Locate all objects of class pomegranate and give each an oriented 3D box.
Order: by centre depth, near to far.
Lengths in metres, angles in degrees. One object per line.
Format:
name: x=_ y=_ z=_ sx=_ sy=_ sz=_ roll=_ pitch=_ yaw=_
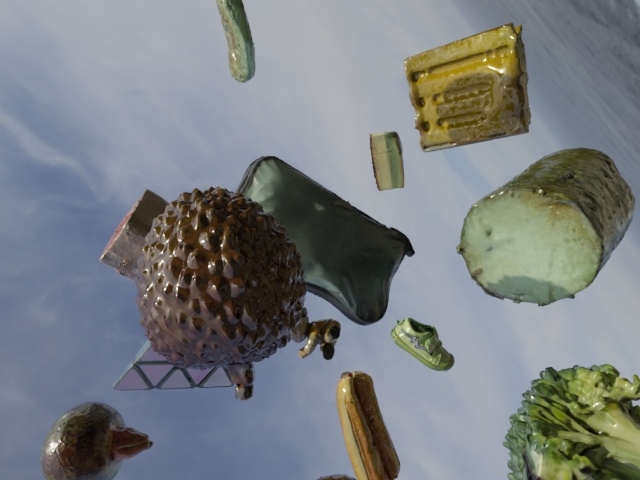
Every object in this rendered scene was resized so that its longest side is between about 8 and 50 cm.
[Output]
pomegranate: x=-0.534 y=0.501 z=1.066 sx=0.214 sy=0.247 sz=0.214 roll=-3 pitch=-90 yaw=-87

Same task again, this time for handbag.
handbag: x=0.002 y=0.002 z=0.737 sx=0.332 sy=0.075 sz=0.192 roll=29 pitch=-116 yaw=-12

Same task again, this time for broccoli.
broccoli: x=0.317 y=0.269 z=0.434 sx=0.247 sy=0.243 sz=0.263 roll=-6 pitch=-93 yaw=-35

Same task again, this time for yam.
yam: x=0.360 y=-0.029 z=0.683 sx=0.300 sy=0.195 sz=0.195 roll=-26 pitch=-100 yaw=-43

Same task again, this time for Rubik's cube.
Rubik's cube: x=-0.287 y=0.191 z=0.768 sx=0.178 sy=0.190 sz=0.211 roll=-33 pitch=-119 yaw=-26

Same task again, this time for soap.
soap: x=0.379 y=-0.379 z=1.126 sx=0.143 sy=0.281 sz=0.259 roll=-36 pitch=-64 yaw=-53

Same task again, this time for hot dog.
hot dog: x=0.082 y=0.369 z=0.832 sx=0.102 sy=0.076 sz=0.249 roll=-23 pitch=-85 yaw=-49

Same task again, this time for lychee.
lychee: x=-0.106 y=0.059 z=0.490 sx=0.200 sy=0.200 sz=0.238 roll=-18 pitch=-87 yaw=-60

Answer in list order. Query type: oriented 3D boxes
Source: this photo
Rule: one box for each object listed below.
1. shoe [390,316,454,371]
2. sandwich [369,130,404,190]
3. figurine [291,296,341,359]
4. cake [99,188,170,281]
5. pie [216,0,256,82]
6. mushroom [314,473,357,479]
shoe: x=0.390 y=0.393 z=1.655 sx=0.262 sy=0.128 sz=0.140 roll=29 pitch=-144 yaw=12
sandwich: x=0.236 y=-0.314 z=1.560 sx=0.186 sy=0.108 sz=0.220 roll=-79 pitch=-22 yaw=-52
figurine: x=-0.068 y=0.243 z=1.269 sx=0.256 sy=0.192 sz=0.167 roll=19 pitch=-130 yaw=-1
cake: x=-0.662 y=-0.014 z=1.691 sx=0.230 sy=0.237 sz=0.309 roll=37 pitch=-156 yaw=-27
pie: x=-0.176 y=-0.442 z=0.881 sx=0.240 sy=0.054 sz=0.241 roll=166 pitch=90 yaw=-82
mushroom: x=-0.063 y=0.636 z=0.955 sx=0.345 sy=0.345 sz=0.239 roll=38 pitch=-148 yaw=-27
